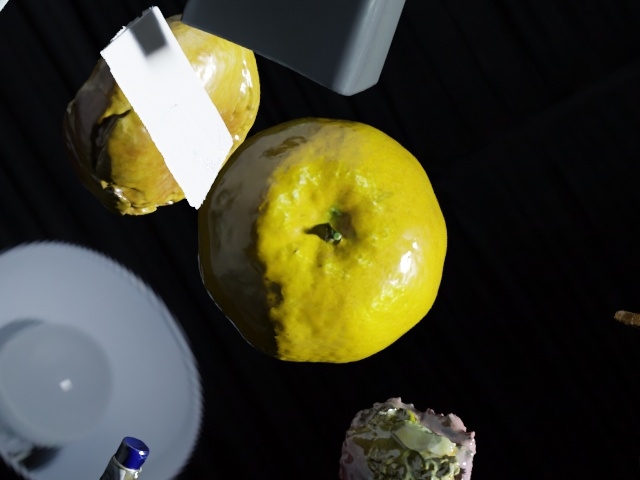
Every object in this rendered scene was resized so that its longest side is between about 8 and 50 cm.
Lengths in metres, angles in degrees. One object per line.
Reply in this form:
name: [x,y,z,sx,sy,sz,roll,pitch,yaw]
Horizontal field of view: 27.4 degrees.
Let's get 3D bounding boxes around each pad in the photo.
pad: [-0.130,-0.124,1.161,0.004,0.156,0.232,-26,-165,12]

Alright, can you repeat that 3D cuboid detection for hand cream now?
hand cream: [-0.256,0.304,1.536,0.163,0.039,0.062,-56,-137,8]

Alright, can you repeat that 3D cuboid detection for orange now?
orange: [0.000,0.000,1.447,0.279,0.279,0.235,-29,176,-11]

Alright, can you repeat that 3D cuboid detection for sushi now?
sushi: [0.093,0.291,1.587,0.161,0.107,0.241,14,-139,15]

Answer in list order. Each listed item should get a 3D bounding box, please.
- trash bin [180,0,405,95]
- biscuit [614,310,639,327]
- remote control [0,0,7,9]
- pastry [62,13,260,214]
trash bin: [0.004,-0.262,1.110,0.225,0.165,0.115,-68,169,20]
biscuit: [0.517,0.130,1.980,0.133,0.027,0.184,13,180,-14]
remote control: [-0.499,-0.362,1.763,0.065,0.166,0.029,-42,-169,34]
pastry: [-0.233,-0.186,1.977,0.356,0.164,0.356,-36,159,-16]
